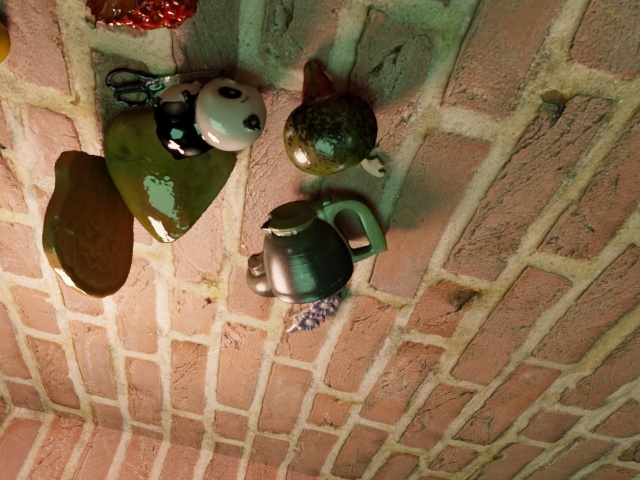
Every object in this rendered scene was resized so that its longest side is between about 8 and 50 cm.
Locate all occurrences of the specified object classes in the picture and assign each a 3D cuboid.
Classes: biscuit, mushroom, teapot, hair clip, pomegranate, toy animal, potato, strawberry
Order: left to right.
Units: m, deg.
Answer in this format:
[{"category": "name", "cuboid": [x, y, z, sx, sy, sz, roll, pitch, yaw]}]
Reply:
[{"category": "biscuit", "cuboid": [-0.577, -0.036, 1.664, 0.062, 0.366, 0.385, 1, 166, 11]}, {"category": "strawberry", "cuboid": [-0.327, -0.500, 1.242, 0.233, 0.234, 0.178, -18, 160, 31]}, {"category": "potato", "cuboid": [-0.420, -0.164, 1.599, 0.330, 0.213, 0.280, -23, 129, 33]}, {"category": "toy animal", "cuboid": [-0.236, -0.277, 1.429, 0.234, 0.187, 0.165, -7, 115, 16]}, {"category": "mushroom", "cuboid": [-0.145, 0.111, 1.942, 0.188, 0.117, 0.141, -28, 138, 33]}, {"category": "hair clip", "cuboid": [-0.015, 0.220, 2.063, 0.106, 0.085, 0.292, 15, 139, -32]}, {"category": "teapot", "cuboid": [-0.011, 0.014, 1.693, 0.321, 0.240, 0.240, -1, 126, 24]}, {"category": "pomegranate", "cuboid": [0.013, -0.270, 1.405, 0.214, 0.214, 0.248, -10, 98, 25]}, {"category": "mushroom", "cuboid": [0.127, -0.188, 1.578, 0.049, 0.019, 0.101, -17, 135, 32]}]

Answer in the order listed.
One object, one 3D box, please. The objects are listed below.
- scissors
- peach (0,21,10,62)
[{"category": "scissors", "cuboid": [-0.359, -0.368, 1.490, 0.299, 0.022, 0.109, -4, 142, 18]}, {"category": "peach", "cuboid": [-0.787, -0.460, 1.429, 0.179, 0.103, 0.179, 5, 136, 5]}]
